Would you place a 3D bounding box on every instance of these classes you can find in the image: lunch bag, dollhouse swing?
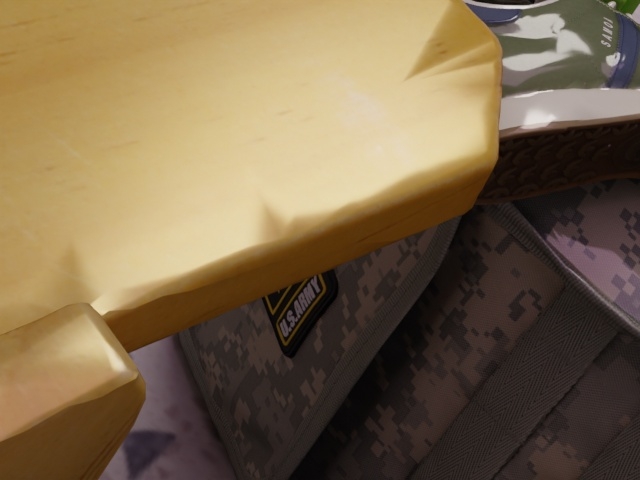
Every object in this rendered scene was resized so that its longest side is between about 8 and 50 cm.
[{"bbox_3d":[0.073,0.042,0.774,0.287,0.235,0.169,41,40,10],"label":"lunch bag"},{"bbox_3d":[-0.170,-0.018,0.605,0.305,0.315,0.347,-13,56,-48],"label":"dollhouse swing"}]

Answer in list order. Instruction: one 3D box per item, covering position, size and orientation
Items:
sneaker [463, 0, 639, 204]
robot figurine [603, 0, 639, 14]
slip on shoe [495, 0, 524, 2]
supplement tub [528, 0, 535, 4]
[{"bbox_3d":[0.114,-0.068,0.673,0.192,0.064,0.086,-6,59,-32],"label":"sneaker"},{"bbox_3d":[0.184,-0.204,1.274,0.101,0.067,0.115,-26,66,-40],"label":"robot figurine"},{"bbox_3d":[0.060,-0.122,0.715,0.135,0.051,0.041,-24,52,-40],"label":"slip on shoe"},{"bbox_3d":[0.077,-0.152,1.015,0.106,0.198,0.106,4,80,-23],"label":"supplement tub"}]
